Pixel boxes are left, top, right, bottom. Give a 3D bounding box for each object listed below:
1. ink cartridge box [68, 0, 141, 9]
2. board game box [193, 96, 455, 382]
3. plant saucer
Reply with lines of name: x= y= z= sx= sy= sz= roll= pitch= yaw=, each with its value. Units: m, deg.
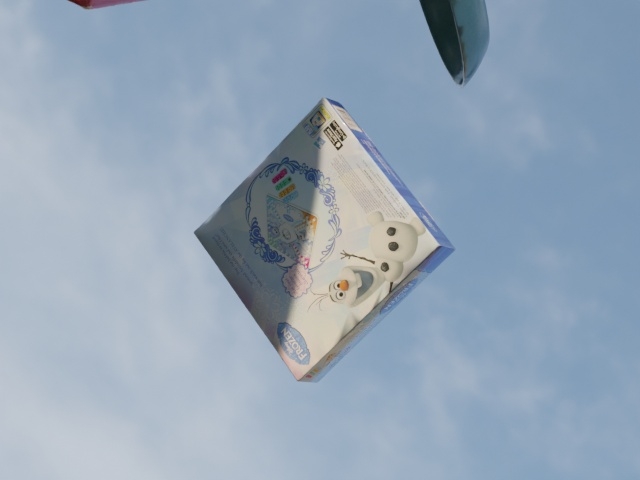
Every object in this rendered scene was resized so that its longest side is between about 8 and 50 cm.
ink cartridge box: x=-0.089 y=-0.290 z=0.987 sx=0.117 sy=0.207 sz=0.283 roll=26 pitch=-67 yaw=21
board game box: x=0.000 y=0.000 z=0.767 sx=0.090 sy=0.020 sz=0.090 roll=-44 pitch=-115 yaw=18
plant saucer: x=0.066 y=-0.140 z=0.920 sx=0.119 sy=0.021 sz=0.119 roll=162 pitch=-90 yaw=-88
